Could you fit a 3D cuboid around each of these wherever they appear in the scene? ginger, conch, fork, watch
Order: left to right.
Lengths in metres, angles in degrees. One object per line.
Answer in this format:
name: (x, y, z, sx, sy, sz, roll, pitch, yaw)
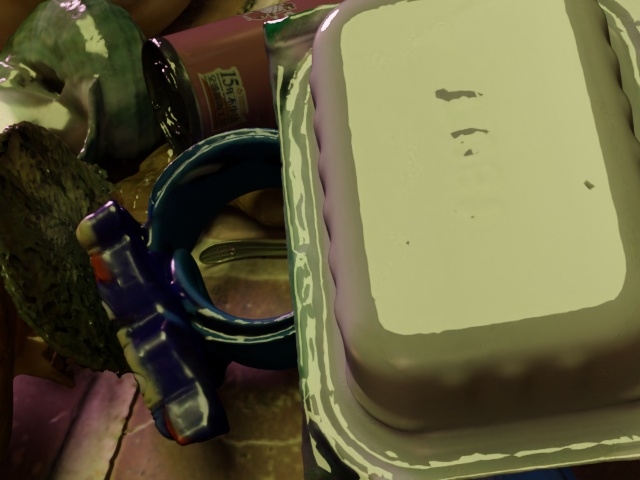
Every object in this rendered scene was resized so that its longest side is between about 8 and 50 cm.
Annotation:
conch: (-0.239, -0.132, 0.845, 0.277, 0.196, 0.220, -13, 44, -28)
ginger: (-0.106, -0.036, 0.786, 0.214, 0.059, 0.133, 18, 51, 33)
watch: (-0.055, 0.023, 0.648, 0.200, 0.171, 0.196, -30, 78, -4)
fork: (-0.001, 0.004, 0.734, 0.219, 0.034, 0.028, -5, 40, 13)

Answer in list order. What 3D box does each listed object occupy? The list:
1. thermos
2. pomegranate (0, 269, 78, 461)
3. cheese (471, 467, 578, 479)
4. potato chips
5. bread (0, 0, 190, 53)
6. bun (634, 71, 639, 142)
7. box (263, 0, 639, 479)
thermos: (0.004, -0.174, 0.828, 0.330, 0.136, 0.110, -22, 84, -21)
pomegranate: (-0.334, 0.074, 0.612, 0.319, 0.319, 0.319, -9, 48, 10)
cheese: (0.101, 0.132, 0.589, 0.106, 0.037, 0.256, -17, 44, -1)
potato chips: (-0.193, -0.002, 0.673, 0.029, 0.202, 0.220, -26, 55, 12)
bread: (-0.327, -0.371, 1.022, 0.347, 0.253, 0.376, -24, 49, -9)
bun: (0.176, -0.020, 0.622, 0.229, 0.145, 0.230, -11, 61, 19)
box: (0.090, -0.038, 0.517, 0.264, 0.106, 0.337, -12, 66, 12)
